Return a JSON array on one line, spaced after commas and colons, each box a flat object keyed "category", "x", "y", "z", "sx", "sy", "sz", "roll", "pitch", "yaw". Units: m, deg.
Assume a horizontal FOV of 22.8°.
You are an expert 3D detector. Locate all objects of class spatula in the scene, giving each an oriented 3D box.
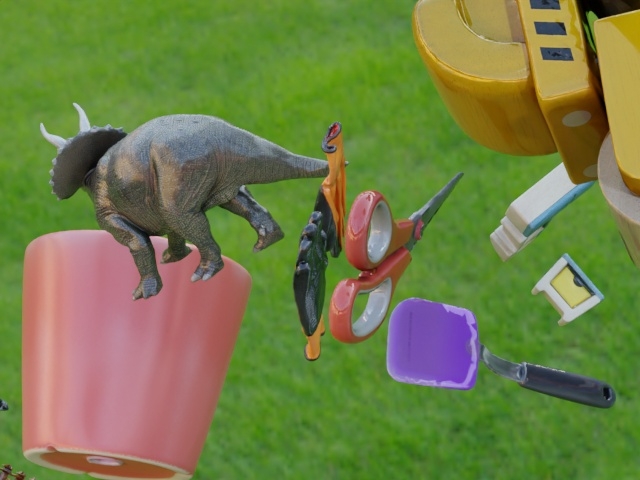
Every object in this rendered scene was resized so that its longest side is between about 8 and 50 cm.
[{"category": "spatula", "x": 0.184, "y": 0.122, "z": 1.537, "sx": 0.030, "sy": 0.296, "sz": 0.084, "roll": -20, "pitch": 60, "yaw": 47}]

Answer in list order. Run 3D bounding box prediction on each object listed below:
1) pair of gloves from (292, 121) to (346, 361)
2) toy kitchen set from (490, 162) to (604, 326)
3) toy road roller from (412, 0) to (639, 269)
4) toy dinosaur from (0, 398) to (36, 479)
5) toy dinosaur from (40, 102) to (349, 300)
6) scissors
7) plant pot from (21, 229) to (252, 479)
[{"category": "pair of gloves", "x": 0.000, "y": 0.000, "z": 0.669, "sx": 0.010, "sy": 0.074, "sz": 0.083, "roll": 7, "pitch": 49, "yaw": 9}, {"category": "toy kitchen set", "x": 0.333, "y": 0.003, "z": 2.096, "sx": 0.122, "sy": 0.207, "sz": 0.166, "roll": -39, "pitch": 81, "yaw": -10}, {"category": "toy road roller", "x": 0.213, "y": -0.116, "z": 1.305, "sx": 0.241, "sy": 0.202, "sz": 0.329, "roll": -14, "pitch": 63, "yaw": 14}, {"category": "toy dinosaur", "x": -0.383, "y": 0.145, "z": 1.360, "sx": 0.322, "sy": 0.164, "sz": 0.218, "roll": 7, "pitch": -11, "yaw": -38}, {"category": "toy dinosaur", "x": -0.129, "y": -0.048, "z": 1.400, "sx": 0.314, "sy": 0.160, "sz": 0.121, "roll": -9, "pitch": 24, "yaw": 39}, {"category": "scissors", "x": 0.062, "y": 0.006, "z": 1.196, "sx": 0.021, "sy": 0.109, "sz": 0.297, "roll": 8, "pitch": 9, "yaw": 17}, {"category": "plant pot", "x": -0.226, "y": 0.142, "z": 1.818, "sx": 0.275, "sy": 0.275, "sz": 0.243, "roll": 2, "pitch": 72, "yaw": 17}]
